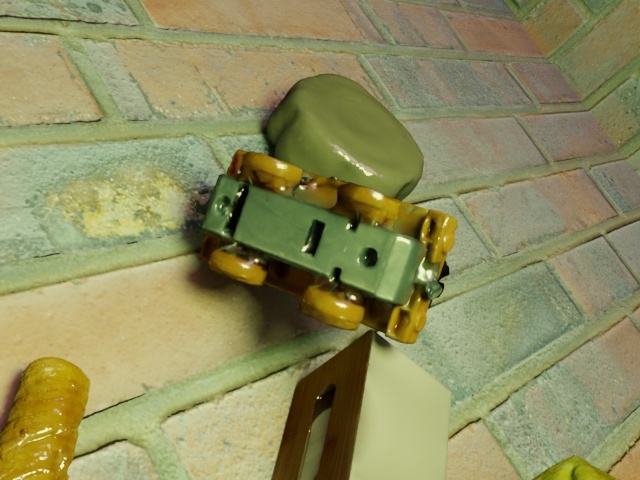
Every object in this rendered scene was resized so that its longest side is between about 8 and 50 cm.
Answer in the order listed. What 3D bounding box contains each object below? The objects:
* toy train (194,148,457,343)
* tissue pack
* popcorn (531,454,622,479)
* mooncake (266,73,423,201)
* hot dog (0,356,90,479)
[{"bbox_3d":[0.000,0.000,1.009,0.369,0.163,0.232,20,3,31],"label":"toy train"},{"bbox_3d":[0.046,0.256,0.915,0.136,0.159,0.246,37,36,-17],"label":"tissue pack"},{"bbox_3d":[0.354,0.411,1.023,0.276,0.225,0.276,13,74,-53],"label":"popcorn"},{"bbox_3d":[0.038,-0.152,1.318,0.275,0.135,0.275,26,38,-23],"label":"mooncake"},{"bbox_3d":[-0.269,0.224,0.707,0.088,0.061,0.286,17,43,-19],"label":"hot dog"}]
